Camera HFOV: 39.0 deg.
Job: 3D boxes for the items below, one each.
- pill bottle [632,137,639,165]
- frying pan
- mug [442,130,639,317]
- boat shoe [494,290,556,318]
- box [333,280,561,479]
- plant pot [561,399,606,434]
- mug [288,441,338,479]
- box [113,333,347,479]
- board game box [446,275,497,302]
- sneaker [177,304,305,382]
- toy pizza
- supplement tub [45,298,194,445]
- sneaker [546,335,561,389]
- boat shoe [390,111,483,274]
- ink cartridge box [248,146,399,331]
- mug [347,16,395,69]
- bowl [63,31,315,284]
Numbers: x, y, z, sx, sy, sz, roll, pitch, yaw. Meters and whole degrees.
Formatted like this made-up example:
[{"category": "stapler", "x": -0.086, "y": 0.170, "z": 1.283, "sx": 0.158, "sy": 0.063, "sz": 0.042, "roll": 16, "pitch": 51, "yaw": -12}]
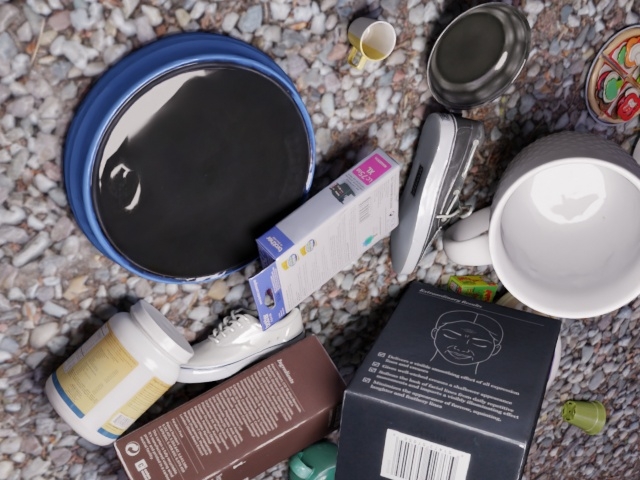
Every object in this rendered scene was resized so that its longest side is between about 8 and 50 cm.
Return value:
[{"category": "pill bottle", "x": 0.828, "y": -0.150, "z": 1.856, "sx": 0.362, "sy": 0.210, "sz": 0.210, "roll": 4, "pitch": 114, "yaw": -32}, {"category": "frying pan", "x": 0.266, "y": -0.262, "z": 1.555, "sx": 0.197, "sy": 0.053, "sz": 0.326, "roll": -18, "pitch": 134, "yaw": -13}, {"category": "mug", "x": 0.395, "y": -0.042, "z": 1.599, "sx": 0.374, "sy": 0.328, "sz": 0.276, "roll": -17, "pitch": 105, "yaw": 19}, {"category": "boat shoe", "x": 0.423, "y": 0.152, "z": 1.826, "sx": 0.302, "sy": 0.098, "sz": 0.109, "roll": -37, "pitch": 143, "yaw": -20}, {"category": "box", "x": 0.229, "y": 0.277, "z": 1.572, "sx": 0.395, "sy": 0.293, "sz": 0.212, "roll": -48, "pitch": 148, "yaw": -56}, {"category": "plant pot", "x": 0.616, "y": 0.412, "z": 2.142, "sx": 0.079, "sy": 0.083, "sz": 0.083, "roll": 17, "pitch": 107, "yaw": -23}, {"category": "mug", "x": 0.002, "y": 0.451, "z": 1.773, "sx": 0.129, "sy": 0.097, "sz": 0.158, "roll": -22, "pitch": 125, "yaw": -18}, {"category": "box", "x": -0.142, "y": 0.330, "z": 1.550, "sx": 0.381, "sy": 0.143, "sz": 0.191, "roll": -29, "pitch": 158, "yaw": -15}, {"category": "board game box", "x": 0.281, "y": 0.159, "z": 1.810, "sx": 0.092, "sy": 0.043, "sz": 0.181, "roll": 0, "pitch": 116, "yaw": -32}, {"category": "sneaker", "x": -0.145, "y": 0.163, "z": 1.537, "sx": 0.258, "sy": 0.094, "sz": 0.091, "roll": -18, "pitch": 115, "yaw": -32}, {"category": "toy pizza", "x": 0.593, "y": -0.312, "z": 1.736, "sx": 0.201, "sy": 0.032, "sz": 0.201, "roll": -15, "pitch": 123, "yaw": -24}, {"category": "supplement tub", "x": -0.311, "y": 0.204, "z": 1.413, "sx": 0.199, "sy": 0.144, "sz": 0.144, "roll": -44, "pitch": 130, "yaw": -2}, {"category": "sneaker", "x": 0.397, "y": 0.295, "z": 1.924, "sx": 0.161, "sy": 0.102, "sz": 0.282, "roll": 10, "pitch": 111, "yaw": -31}, {"category": "boat shoe", "x": 0.203, "y": -0.074, "z": 1.574, "sx": 0.104, "sy": 0.113, "sz": 0.306, "roll": 6, "pitch": 113, "yaw": -17}, {"category": "ink cartridge box", "x": 0.000, "y": 0.000, "z": 1.474, "sx": 0.311, "sy": 0.065, "sz": 0.186, "roll": -40, "pitch": 155, "yaw": -18}, {"category": "mug", "x": 0.068, "y": -0.312, "z": 1.400, "sx": 0.078, "sy": 0.064, "sz": 0.062, "roll": -37, "pitch": 129, "yaw": -7}, {"category": "bowl", "x": -0.182, "y": -0.110, "z": 1.358, "sx": 0.391, "sy": 0.077, "sz": 0.391, "roll": -15, "pitch": 123, "yaw": -24}]
